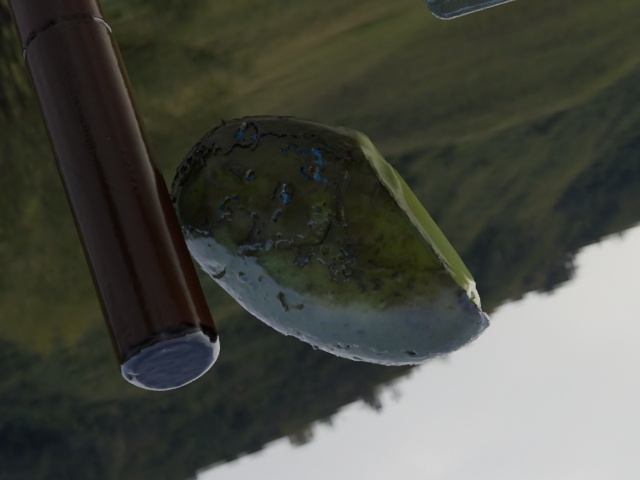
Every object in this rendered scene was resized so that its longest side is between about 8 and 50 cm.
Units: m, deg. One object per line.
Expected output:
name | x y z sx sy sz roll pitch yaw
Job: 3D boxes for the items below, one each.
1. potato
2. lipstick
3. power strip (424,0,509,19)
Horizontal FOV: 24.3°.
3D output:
potato | 0.000 0.000 0.815 0.119 0.198 0.054 -50 167 6
lipstick | -0.131 -0.073 0.846 0.057 0.356 0.057 -15 147 -10
power strip | 0.056 -0.259 0.749 0.093 0.288 0.053 -9 -165 43
